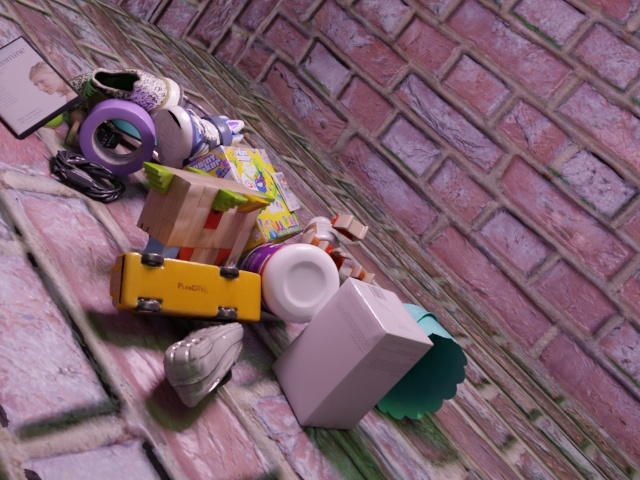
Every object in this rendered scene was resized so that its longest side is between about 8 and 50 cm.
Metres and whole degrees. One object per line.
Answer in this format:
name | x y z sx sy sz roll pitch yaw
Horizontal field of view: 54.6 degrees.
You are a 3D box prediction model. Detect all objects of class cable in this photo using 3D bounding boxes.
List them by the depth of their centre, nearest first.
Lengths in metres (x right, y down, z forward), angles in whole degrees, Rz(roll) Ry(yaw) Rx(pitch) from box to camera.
cable | -0.572 -0.159 1.540 0.185 0.047 0.150 27 16 -29

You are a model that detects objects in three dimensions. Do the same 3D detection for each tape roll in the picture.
tape roll | -0.535 -0.273 1.645 0.189 0.189 0.080 32 17 -25

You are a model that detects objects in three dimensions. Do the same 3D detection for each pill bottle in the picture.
pill bottle | -0.091 0.096 1.516 0.182 0.181 0.323 34 -11 -18
pill bottle | 0.000 0.000 2.196 0.131 0.131 0.229 36 17 -14

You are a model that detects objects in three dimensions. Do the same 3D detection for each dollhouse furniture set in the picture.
dollhouse furniture set | 0.044 0.048 2.010 0.262 0.259 0.135 34 -16 -24

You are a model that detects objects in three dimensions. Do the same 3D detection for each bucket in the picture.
bucket | 0.236 0.316 1.668 0.281 0.281 0.183 31 15 -28

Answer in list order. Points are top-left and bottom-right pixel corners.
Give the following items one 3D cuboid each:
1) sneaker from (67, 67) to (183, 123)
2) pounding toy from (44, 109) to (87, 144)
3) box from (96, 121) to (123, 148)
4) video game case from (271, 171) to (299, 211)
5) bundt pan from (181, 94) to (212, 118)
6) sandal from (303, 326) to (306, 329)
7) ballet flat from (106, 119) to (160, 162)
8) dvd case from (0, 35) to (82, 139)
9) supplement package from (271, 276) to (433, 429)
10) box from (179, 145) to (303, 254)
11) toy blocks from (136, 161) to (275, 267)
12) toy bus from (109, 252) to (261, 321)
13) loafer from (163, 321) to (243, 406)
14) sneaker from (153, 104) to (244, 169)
sneaker | -0.587 -0.433 1.720 0.411 0.157 0.182 6 -14 24
pounding toy | -0.728 -0.383 1.653 0.237 0.110 0.183 33 18 -22
box | -0.622 -0.304 1.778 0.062 0.052 0.083 44 18 18
video game case | -0.102 -0.144 1.832 0.122 0.011 0.087 63 15 -2
bundt pan | -0.448 -0.375 2.091 0.331 0.124 0.331 33 -6 4
sandal | 0.025 0.264 1.720 0.179 0.040 0.067 21 25 -48
ballet flat | -0.483 -0.292 1.939 0.400 0.139 0.139 33 18 -20
dvd case | -0.743 -0.385 1.544 0.253 0.180 0.022 44 -18 14
supplement package | 0.065 0.257 1.380 0.178 0.293 0.175 22 24 -45
box | -0.223 -0.102 1.744 0.279 0.177 0.290 65 19 3
toy blocks | -0.286 -0.015 1.422 0.191 0.260 0.381 29 10 25
toy bus | -0.271 0.104 1.269 0.333 0.130 0.108 13 73 -42
loafer | -0.218 0.231 1.209 0.319 0.112 0.111 -26 106 -79
sneaker | -0.306 -0.297 1.645 0.130 0.236 0.323 56 -24 6
